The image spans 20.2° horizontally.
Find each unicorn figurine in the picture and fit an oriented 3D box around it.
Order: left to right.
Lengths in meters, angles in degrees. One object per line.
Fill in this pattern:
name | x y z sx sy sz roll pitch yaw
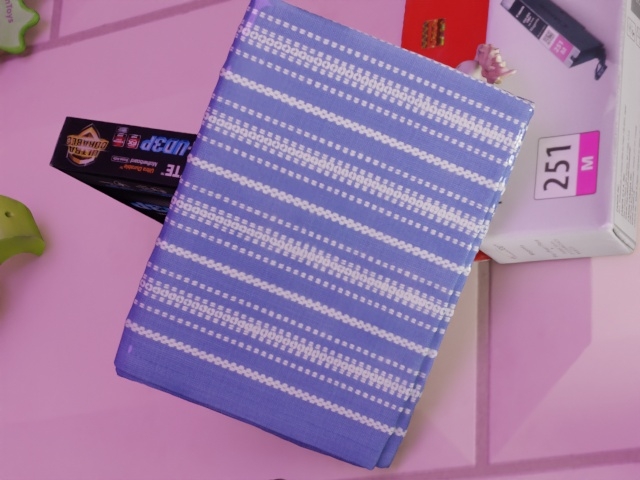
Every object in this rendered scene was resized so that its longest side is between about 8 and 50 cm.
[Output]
unicorn figurine | 0.099 -0.096 1.474 0.162 0.060 0.111 -41 39 17

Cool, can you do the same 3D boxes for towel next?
towel | 0.000 0.000 1.424 0.243 0.040 0.336 21 103 -3

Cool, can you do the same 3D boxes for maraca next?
maraca | -0.381 -0.231 1.881 0.186 0.099 0.127 -13 85 14

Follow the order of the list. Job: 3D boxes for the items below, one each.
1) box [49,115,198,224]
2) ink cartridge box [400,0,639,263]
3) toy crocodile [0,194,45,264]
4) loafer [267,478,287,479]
box | -0.097 -0.046 1.562 0.220 0.175 0.051 10 78 36
ink cartridge box | 0.151 -0.117 1.502 0.239 0.060 0.275 -5 68 31
toy crocodile | -0.404 0.091 1.767 0.340 0.105 0.115 -52 52 10
loafer | -0.079 0.255 1.501 0.056 0.050 0.148 39 94 38
